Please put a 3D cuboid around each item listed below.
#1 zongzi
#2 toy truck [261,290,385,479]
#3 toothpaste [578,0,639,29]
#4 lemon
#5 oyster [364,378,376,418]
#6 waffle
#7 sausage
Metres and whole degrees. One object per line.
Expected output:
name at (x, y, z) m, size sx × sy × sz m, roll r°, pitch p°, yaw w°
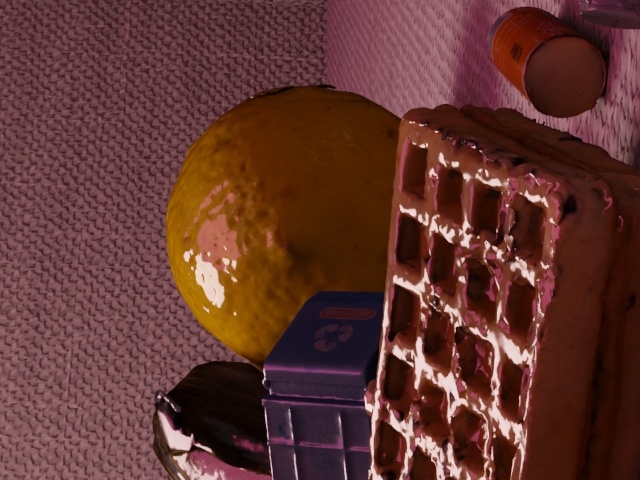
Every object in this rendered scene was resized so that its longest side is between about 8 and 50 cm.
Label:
zongzi at (0.010, 0.220, 1.908) m, size 0.208 × 0.403 × 0.432 m, roll -41°, pitch -15°, yaw -32°
toy truck at (0.052, 0.230, 1.682) m, size 0.175 × 0.146 × 0.367 m, roll -19°, pitch -75°, yaw -53°
toothpaste at (0.228, -0.270, 1.293) m, size 0.089 × 0.057 × 0.234 m, roll 149°, pitch 130°, yaw -82°
lemon at (0.000, 0.000, 2.110) m, size 0.387 × 0.350 × 0.349 m, roll 50°, pitch 143°, yaw 46°
oyster at (0.133, 0.276, 1.557) m, size 0.110 × 0.166 × 0.341 m, roll -11°, pitch 83°, yaw 60°
waffle at (0.142, 0.106, 1.335) m, size 0.261 × 0.114 × 0.376 m, roll 30°, pitch 120°, yaw 60°
sausage at (0.188, -0.161, 1.562) m, size 0.234 × 0.071 × 0.071 m, roll -106°, pitch 20°, yaw -74°
